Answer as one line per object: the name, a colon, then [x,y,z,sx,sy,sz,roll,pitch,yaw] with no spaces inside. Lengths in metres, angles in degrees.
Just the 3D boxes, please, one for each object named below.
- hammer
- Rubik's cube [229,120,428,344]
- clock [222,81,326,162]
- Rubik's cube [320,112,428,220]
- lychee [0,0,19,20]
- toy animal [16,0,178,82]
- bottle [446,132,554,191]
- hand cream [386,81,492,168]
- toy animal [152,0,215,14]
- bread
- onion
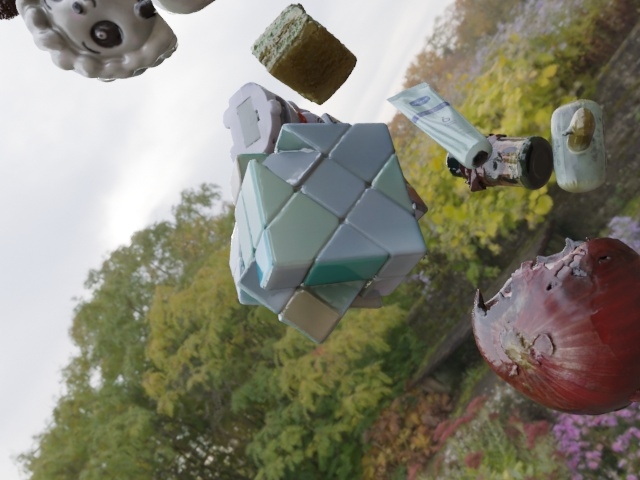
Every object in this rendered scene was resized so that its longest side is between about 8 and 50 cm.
hammer: [0.534,-0.210,1.299,0.305,0.113,0.202,5,-102,-69]
Rubik's cube: [0.000,0.000,0.763,0.213,0.224,0.266,119,143,-57]
clock: [-0.087,-0.260,1.508,0.253,0.189,0.189,2,-54,-51]
Rubik's cube: [0.063,-0.122,1.800,0.301,0.305,0.303,-45,-37,21]
lychee: [-0.755,-0.577,1.473,0.123,0.129,0.123,-63,10,19]
toy animal: [-0.305,-0.298,0.837,0.156,0.208,0.204,-41,19,1]
bottle: [0.445,-0.193,1.613,0.271,0.143,0.156,10,65,50]
hand cream: [0.270,-0.263,1.416,0.109,0.321,0.067,-25,-45,-8]
toy animal: [-0.248,-0.454,0.975,0.138,0.141,0.282,-39,-12,5]
bread: [-0.022,-0.350,1.220,0.138,0.102,0.196,-42,-36,15]
onion: [0.454,0.158,1.141,0.341,0.341,0.341,-55,-6,-9]
